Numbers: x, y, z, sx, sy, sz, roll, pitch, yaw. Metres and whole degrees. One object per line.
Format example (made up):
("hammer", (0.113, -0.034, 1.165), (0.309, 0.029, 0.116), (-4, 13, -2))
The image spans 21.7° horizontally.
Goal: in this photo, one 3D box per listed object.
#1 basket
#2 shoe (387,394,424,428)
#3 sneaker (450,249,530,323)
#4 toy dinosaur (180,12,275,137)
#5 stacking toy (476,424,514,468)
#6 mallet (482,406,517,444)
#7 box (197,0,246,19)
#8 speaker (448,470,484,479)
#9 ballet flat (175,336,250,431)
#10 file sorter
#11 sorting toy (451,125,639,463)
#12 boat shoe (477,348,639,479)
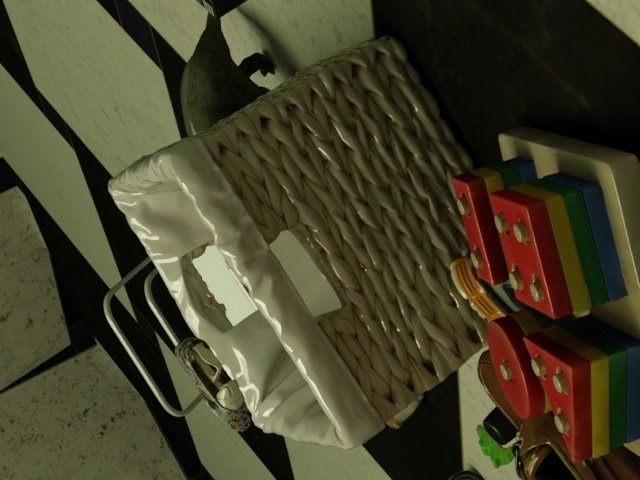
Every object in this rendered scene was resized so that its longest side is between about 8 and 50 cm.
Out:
("basket", (0.000, 0.000, 1.660), (0.328, 0.266, 0.331), (58, 165, -7))
("shoe", (0.059, 0.150, 2.201), (0.219, 0.058, 0.076), (52, -164, 28))
("sneaker", (0.215, 0.073, 1.514), (0.215, 0.083, 0.084), (42, -165, -19))
("toy dinosaur", (-0.099, -0.135, 1.857), (0.121, 0.160, 0.314), (6, 99, 39))
("stacking toy", (0.266, 0.322, 1.917), (0.221, 0.052, 0.167), (50, 169, 42))
("mallet", (0.262, 0.237, 1.800), (0.189, 0.062, 0.039), (41, 165, 0))
("box", (-0.094, -0.280, 1.716), (0.062, 0.083, 0.052), (46, 163, 32))
("speaker", (0.186, 0.348, 2.201), (0.055, 0.055, 0.136), (51, 163, 18))
("ballet flat", (-0.107, 0.147, 1.724), (0.114, 0.041, 0.041), (52, 164, 4))
("file sorter", (-0.082, 0.066, 1.967), (0.277, 0.173, 0.193), (-24, 103, 33))
("sorting toy", (0.193, 0.053, 1.334), (0.257, 0.089, 0.256), (-146, 39, -75))
("boat shoe", (0.235, 0.194, 1.644), (0.307, 0.104, 0.111), (36, 155, 52))
